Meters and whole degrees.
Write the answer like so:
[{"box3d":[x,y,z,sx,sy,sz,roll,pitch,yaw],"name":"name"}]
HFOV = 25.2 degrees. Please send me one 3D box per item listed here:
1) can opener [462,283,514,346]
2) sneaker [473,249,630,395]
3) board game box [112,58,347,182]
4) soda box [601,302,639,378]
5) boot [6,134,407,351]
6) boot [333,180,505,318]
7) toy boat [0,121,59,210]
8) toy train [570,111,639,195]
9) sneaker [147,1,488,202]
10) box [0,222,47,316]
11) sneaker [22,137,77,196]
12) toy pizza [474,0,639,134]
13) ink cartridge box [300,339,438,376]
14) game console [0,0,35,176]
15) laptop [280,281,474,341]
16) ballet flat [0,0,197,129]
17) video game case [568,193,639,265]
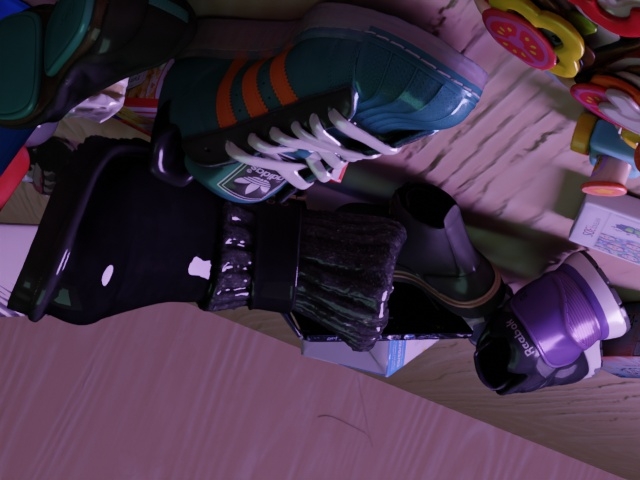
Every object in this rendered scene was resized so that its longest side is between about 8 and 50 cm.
[{"box3d":[0.200,0.114,1.566,0.076,0.095,0.283,-18,159,14],"name":"can opener"},{"box3d":[0.192,0.092,1.332,0.107,0.124,0.283,59,174,16],"name":"sneaker"},{"box3d":[-0.085,-0.101,1.181,0.147,0.045,0.193,27,170,-34],"name":"board game box"},{"box3d":[0.312,0.097,1.381,0.063,0.058,0.183,23,171,-10],"name":"soda box"},{"box3d":[-0.070,0.016,1.112,0.260,0.131,0.348,23,-164,5],"name":"boot"},{"box3d":[0.071,-0.021,1.287,0.198,0.077,0.137,22,155,37],"name":"boot"},{"box3d":[-0.398,-0.156,1.362,0.318,0.148,0.267,37,158,-34],"name":"toy boat"},{"box3d":[0.219,-0.037,0.851,0.125,0.046,0.166,26,169,-25],"name":"toy train"},{"box3d":[-0.013,-0.076,0.925,0.108,0.121,0.302,27,169,-32],"name":"sneaker"},{"box3d":[-0.362,0.028,1.363,0.113,0.094,0.275,-1,179,39],"name":"box"},{"box3d":[-0.320,-0.090,1.769,0.077,0.072,0.178,14,-174,-39],"name":"sneaker"},{"box3d":[0.144,-0.091,0.650,0.201,0.032,0.201,29,166,8],"name":"toy pizza"},{"box3d":[0.069,0.079,1.524,0.104,0.061,0.181,13,-160,27],"name":"ink cartridge box"},{"box3d":[-0.393,-0.146,1.174,0.293,0.173,0.250,30,164,-38],"name":"game console"},{"box3d":[0.000,0.000,1.432,0.264,0.136,0.234,0,-161,-12],"name":"laptop"},{"box3d":[-0.173,-0.129,1.039,0.096,0.095,0.280,10,171,-30],"name":"ballet flat"},{"box3d":[0.268,0.006,1.074,0.157,0.019,0.143,20,171,8],"name":"video game case"}]
